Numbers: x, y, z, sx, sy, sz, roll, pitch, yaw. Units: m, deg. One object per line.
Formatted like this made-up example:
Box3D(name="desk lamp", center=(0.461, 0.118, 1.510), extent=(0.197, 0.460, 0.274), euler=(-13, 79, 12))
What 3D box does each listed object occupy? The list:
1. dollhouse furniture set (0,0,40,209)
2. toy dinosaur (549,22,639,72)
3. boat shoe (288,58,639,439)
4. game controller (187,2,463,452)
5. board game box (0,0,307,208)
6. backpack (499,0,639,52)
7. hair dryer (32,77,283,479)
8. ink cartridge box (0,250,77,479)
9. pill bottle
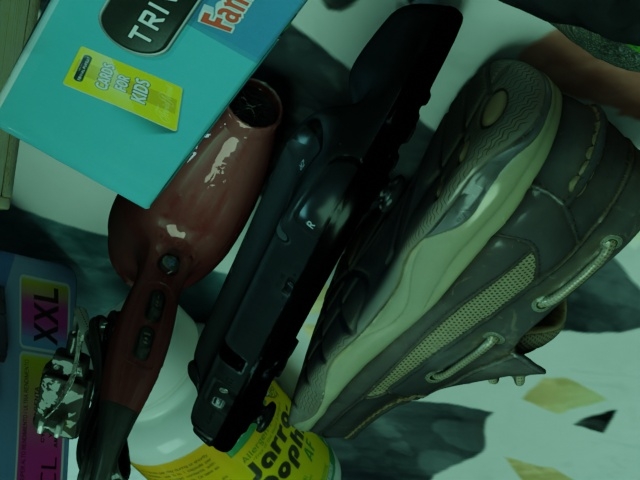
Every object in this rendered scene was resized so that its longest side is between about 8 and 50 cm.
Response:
Box3D(name="dollhouse furniture set", center=(-0.275, -0.106, 0.981), extent=(0.242, 0.161, 0.212), euler=(2, 172, 43))
Box3D(name="toy dinosaur", center=(0.157, -0.129, 0.766), extent=(0.313, 0.121, 0.160), euler=(-18, 121, 38))
Box3D(name="boat shoe", center=(0.083, 0.040, 1.023), extent=(0.130, 0.132, 0.355), euler=(25, 146, -7))
Box3D(name="game controller", center=(0.000, 0.000, 0.978), extent=(0.067, 0.166, 0.319), euler=(36, 146, 5))
Box3D(name="board game box", center=(0.005, -0.198, 0.628), extent=(0.079, 0.254, 0.336), euler=(28, 144, -11))
Box3D(name="backpack", center=(0.283, -0.131, 0.577), extent=(0.355, 0.290, 0.273), euler=(23, -169, -24))
Box3D(name="hair dryer", center=(-0.090, 0.037, 1.035), extent=(0.080, 0.223, 0.293), euler=(17, 104, -20))
Box3D(name="ink cartridge box", center=(-0.330, 0.119, 1.077), extent=(0.151, 0.270, 0.395), euler=(-5, 169, 30))
Box3D(name="pill bottle", center=(-0.082, 0.133, 1.244), extent=(0.117, 0.117, 0.208), euler=(-8, 136, 34))
